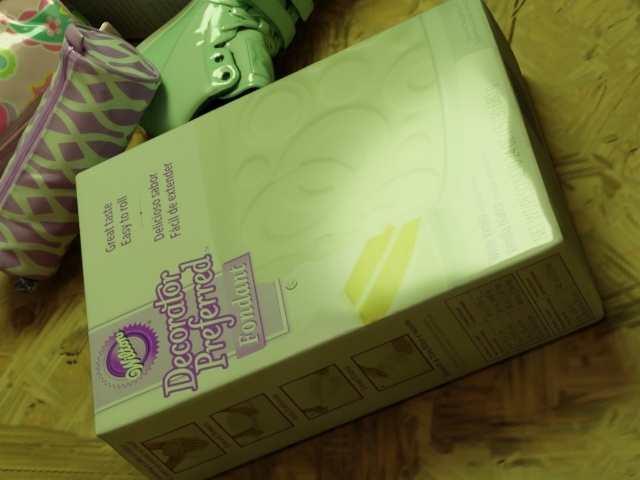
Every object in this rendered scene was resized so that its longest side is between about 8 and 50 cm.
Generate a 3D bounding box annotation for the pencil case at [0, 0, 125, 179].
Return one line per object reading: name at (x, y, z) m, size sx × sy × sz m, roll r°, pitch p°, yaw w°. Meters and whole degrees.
pencil case at (-0.289, -0.087, 1.245) m, size 0.284 × 0.124 × 0.124 m, roll -46°, pitch 47°, yaw -10°

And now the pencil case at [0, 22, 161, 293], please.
pencil case at (-0.204, -0.066, 1.156) m, size 0.086 × 0.088 × 0.206 m, roll 46°, pitch 111°, yaw 43°

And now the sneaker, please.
sneaker at (-0.038, -0.164, 1.172) m, size 0.256 × 0.094 × 0.151 m, roll -48°, pitch 41°, yaw 5°

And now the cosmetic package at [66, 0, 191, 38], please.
cosmetic package at (-0.165, -0.275, 1.289) m, size 0.183 × 0.151 × 0.151 m, roll 6°, pitch 60°, yaw 32°

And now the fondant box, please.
fondant box at (0.000, 0.000, 1.032) m, size 0.330 × 0.096 × 0.238 m, roll -24°, pitch 49°, yaw 14°
